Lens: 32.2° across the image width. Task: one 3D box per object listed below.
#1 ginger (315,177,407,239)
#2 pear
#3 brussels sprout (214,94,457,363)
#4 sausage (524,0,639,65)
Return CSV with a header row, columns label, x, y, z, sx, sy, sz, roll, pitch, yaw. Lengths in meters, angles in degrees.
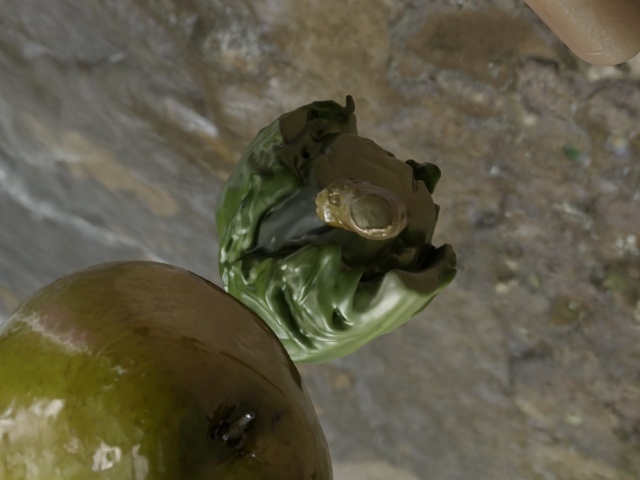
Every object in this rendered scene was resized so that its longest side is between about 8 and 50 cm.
label,x,y,z,sx,sy,sz,roll,pitch,yaw
ginger,0.056,-0.039,1.431,0.190,0.095,0.069,22,121,61
pear,-0.114,0.149,0.813,0.336,0.285,0.285,-3,142,37
brussels sprout,0.001,0.013,1.799,0.342,0.425,0.361,9,137,-22
sausage,0.305,-0.316,1.341,0.123,0.123,0.253,1,164,39
